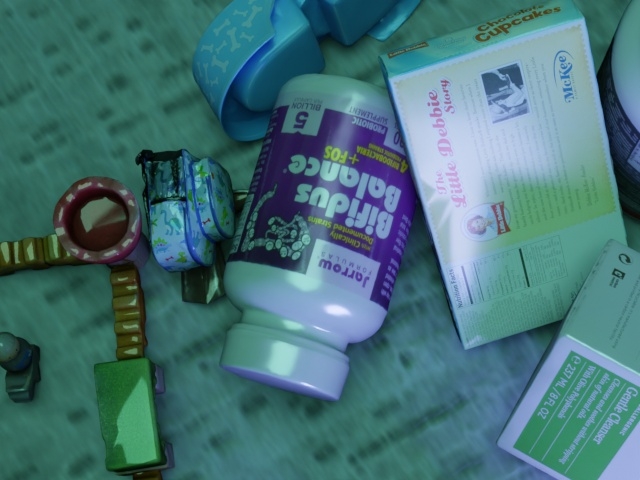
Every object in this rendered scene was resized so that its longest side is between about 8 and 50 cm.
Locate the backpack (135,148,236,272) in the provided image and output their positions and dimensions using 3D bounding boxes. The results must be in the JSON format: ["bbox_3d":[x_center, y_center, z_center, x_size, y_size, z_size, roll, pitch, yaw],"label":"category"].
[{"bbox_3d":[-0.132,-0.029,1.416,0.084,0.105,0.114,-5,77,12],"label":"backpack"}]

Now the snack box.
[{"bbox_3d":[0.187,-0.058,1.358,0.187,0.060,0.322,-17,121,1],"label":"snack box"}]

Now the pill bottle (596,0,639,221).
[{"bbox_3d":[0.368,-0.145,1.317,0.210,0.363,0.210,-1,78,3],"label":"pill bottle"}]

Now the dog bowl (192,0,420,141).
[{"bbox_3d":[-0.010,-0.233,1.465,0.297,0.166,0.074,-41,67,-6],"label":"dog bowl"}]

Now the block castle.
[{"bbox_3d":[-0.297,0.181,1.358,0.303,0.213,0.453,-8,78,1],"label":"block castle"}]

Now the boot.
[{"bbox_3d":[-0.101,0.009,1.474,0.106,0.037,0.114,-13,74,13],"label":"boot"}]

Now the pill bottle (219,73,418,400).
[{"bbox_3d":[0.000,0.000,1.405,0.169,0.169,0.301,14,79,6],"label":"pill bottle"}]

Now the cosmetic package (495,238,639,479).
[{"bbox_3d":[0.379,0.181,1.314,0.366,0.197,0.155,28,47,10],"label":"cosmetic package"}]
